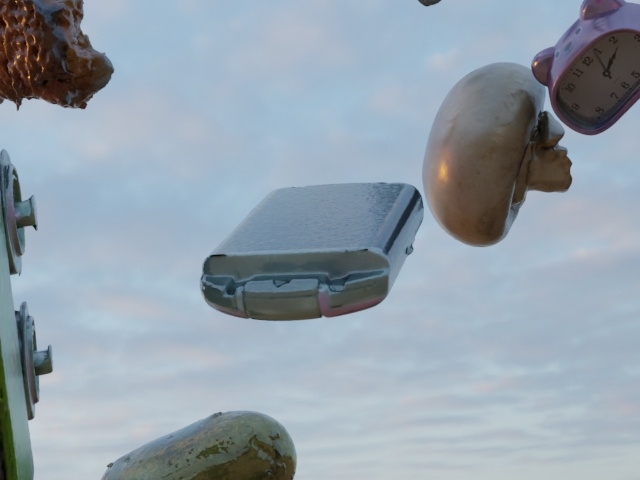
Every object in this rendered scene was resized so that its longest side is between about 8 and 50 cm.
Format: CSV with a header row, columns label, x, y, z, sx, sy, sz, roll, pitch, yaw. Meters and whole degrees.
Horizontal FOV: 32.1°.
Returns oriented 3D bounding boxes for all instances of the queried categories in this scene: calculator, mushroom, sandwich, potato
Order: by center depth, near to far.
label,x,y,z,sx,sy,sz,roll,pitch,yaw
calculator,0.000,0.000,0.851,0.141,0.045,0.246,-2,18,13
mushroom,0.216,-0.099,1.338,0.178,0.226,0.226,17,-17,6
sandwich,-0.375,-0.270,1.357,0.250,0.301,0.162,-59,-11,29
potato,-0.204,0.425,1.918,0.359,0.219,0.270,-27,-15,4

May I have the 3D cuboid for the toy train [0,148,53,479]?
label,x,y,z,sx,sy,sz,roll,pitch,yaw
toy train,-0.292,0.070,0.813,0.173,0.307,0.249,-5,20,-10

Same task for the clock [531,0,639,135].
label,x,y,z,sx,sy,sz,roll,pitch,yaw
clock,0.301,-0.189,1.199,0.110,0.050,0.153,31,-49,-10

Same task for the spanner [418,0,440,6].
label,x,y,z,sx,sy,sz,roll,pitch,yaw
spanner,0.076,-0.481,1.940,0.302,0.071,0.017,16,-4,-9
